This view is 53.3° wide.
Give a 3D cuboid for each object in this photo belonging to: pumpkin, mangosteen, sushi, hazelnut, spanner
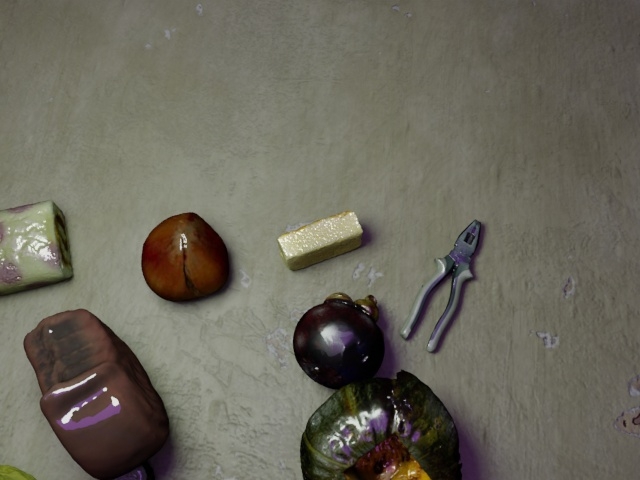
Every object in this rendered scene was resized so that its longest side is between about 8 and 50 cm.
[{"bbox_3d":[0.119,0.416,1.227,0.320,0.192,0.320,-1,100,-4],"label":"pumpkin"},{"bbox_3d":[0.048,0.199,1.342,0.194,0.194,0.230,23,49,9],"label":"mangosteen"},{"bbox_3d":[-0.406,0.511,1.289,0.150,0.078,0.090,-43,82,-13],"label":"sushi"},{"bbox_3d":[-0.294,0.033,1.383,0.208,0.208,0.208,0,71,1],"label":"hazelnut"},{"bbox_3d":[0.284,0.092,1.437,0.096,0.040,0.325,28,75,9],"label":"spanner"}]

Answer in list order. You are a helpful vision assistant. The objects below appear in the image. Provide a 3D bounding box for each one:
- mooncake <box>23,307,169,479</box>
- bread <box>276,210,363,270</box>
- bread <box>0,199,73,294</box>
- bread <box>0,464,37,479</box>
[{"bbox_3d":[-0.432,0.284,1.240,0.174,0.326,0.334,-31,95,-12],"label":"mooncake"},{"bbox_3d":[-0.001,0.000,1.427,0.188,0.125,0.068,-20,73,-5],"label":"bread"},{"bbox_3d":[-0.735,0.034,1.416,0.338,0.155,0.187,-12,76,-3],"label":"bread"},{"bbox_3d":[-0.667,0.582,1.150,0.348,0.308,0.348,0,68,1],"label":"bread"}]
